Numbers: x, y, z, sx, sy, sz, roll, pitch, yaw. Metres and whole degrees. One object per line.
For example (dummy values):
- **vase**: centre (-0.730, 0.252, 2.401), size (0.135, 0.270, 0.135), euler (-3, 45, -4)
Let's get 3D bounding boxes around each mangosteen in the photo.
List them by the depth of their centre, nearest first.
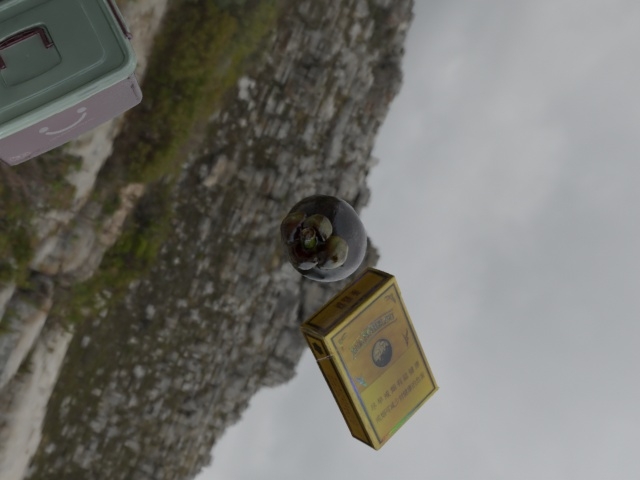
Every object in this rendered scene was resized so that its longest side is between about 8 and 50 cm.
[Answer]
- **mangosteen**: centre (0.000, 0.000, 1.841), size (0.194, 0.194, 0.230), euler (-66, 169, 17)

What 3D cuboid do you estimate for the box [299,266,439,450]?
- **box**: centre (0.101, 0.229, 1.661), size (0.193, 0.301, 0.084), euler (-40, -147, -26)

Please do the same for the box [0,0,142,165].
- **box**: centre (-0.417, -0.247, 1.290), size (0.294, 0.193, 0.167), euler (-27, 170, -6)
